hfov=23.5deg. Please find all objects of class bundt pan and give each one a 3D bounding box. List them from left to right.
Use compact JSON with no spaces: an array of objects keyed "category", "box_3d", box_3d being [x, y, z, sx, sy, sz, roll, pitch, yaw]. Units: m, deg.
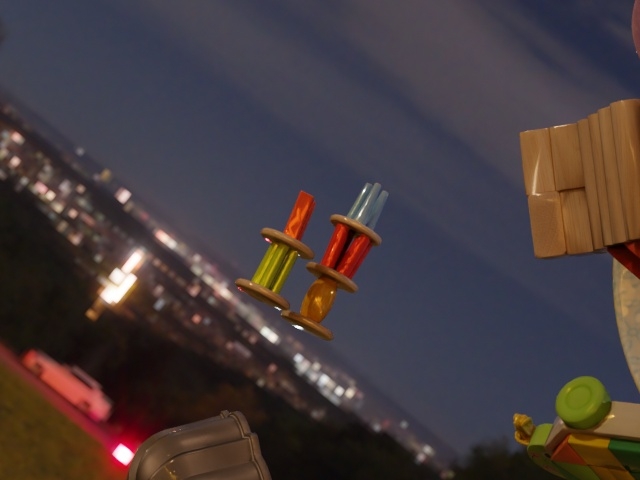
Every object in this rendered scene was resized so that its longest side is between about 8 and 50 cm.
[{"category":"bundt pan","box_3d":[-0.137,0.352,1.657,0.124,0.330,0.331,-5,11,-18]}]

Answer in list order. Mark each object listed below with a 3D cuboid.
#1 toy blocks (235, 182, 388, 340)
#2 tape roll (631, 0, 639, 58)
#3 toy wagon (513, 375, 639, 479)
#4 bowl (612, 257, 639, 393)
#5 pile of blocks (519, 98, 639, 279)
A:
[{"category":"toy blocks","box_3d":[0.000,0.000,1.372,0.054,0.148,0.123,16,-15,43]},{"category":"tape roll","box_3d":[0.462,-0.257,1.805,0.189,0.189,0.080,39,16,4]},{"category":"toy wagon","box_3d":[0.344,0.241,1.615,0.344,0.068,0.267,1,-35,44]},{"category":"bowl","box_3d":[0.386,0.035,1.256,0.156,0.289,0.289,-2,16,-25]},{"category":"pile of blocks","box_3d":[0.236,-0.033,0.891,0.149,0.112,0.362,-5,-4,-18]}]
